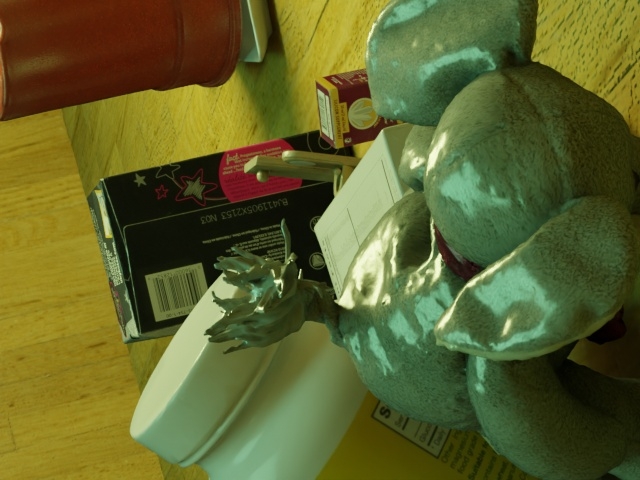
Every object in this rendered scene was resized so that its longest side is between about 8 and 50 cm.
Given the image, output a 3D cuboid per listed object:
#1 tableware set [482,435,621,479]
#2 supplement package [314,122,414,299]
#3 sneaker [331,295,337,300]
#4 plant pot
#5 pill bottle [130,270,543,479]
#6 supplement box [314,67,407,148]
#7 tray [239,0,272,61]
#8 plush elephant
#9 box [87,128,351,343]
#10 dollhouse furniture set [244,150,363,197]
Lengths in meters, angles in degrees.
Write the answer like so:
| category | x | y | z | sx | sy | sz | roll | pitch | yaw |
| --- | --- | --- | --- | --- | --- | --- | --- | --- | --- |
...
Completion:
| category | x | y | z | sx | sy | sz | roll | pitch | yaw |
| --- | --- | --- | --- | --- | --- | --- | --- | --- | --- |
| tableware set | 0.162 | 0.119 | 1.222 | 0.194 | 0.128 | 0.039 | 48 | 122 | 9 |
| supplement package | 0.097 | 0.003 | 1.396 | 0.244 | 0.134 | 0.139 | 127 | 128 | -71 |
| sneaker | -0.045 | 0.122 | 2.096 | 0.321 | 0.127 | 0.126 | -55 | 51 | 38 |
| plant pot | -0.266 | -0.259 | 2.040 | 0.272 | 0.265 | 0.272 | 44 | 146 | 42 |
| pill bottle | 0.046 | 0.160 | 1.291 | 0.188 | 0.334 | 0.188 | -55 | 11 | 15 |
| supplement box | 0.042 | -0.115 | 1.597 | 0.043 | 0.083 | 0.055 | -136 | 35 | -63 |
| tray | -0.102 | -0.273 | 2.103 | 0.270 | 0.030 | 0.145 | -160 | 59 | -73 |
| plush elephant | 0.125 | -0.010 | 1.080 | 0.255 | 0.330 | 0.272 | -45 | 50 | 52 |
| box | -0.088 | -0.002 | 1.859 | 0.142 | 0.247 | 0.163 | 151 | 105 | -77 |
| dollhouse furniture set | 0.000 | 0.000 | 1.695 | 0.144 | 0.123 | 0.151 | 153 | 122 | -74 |
